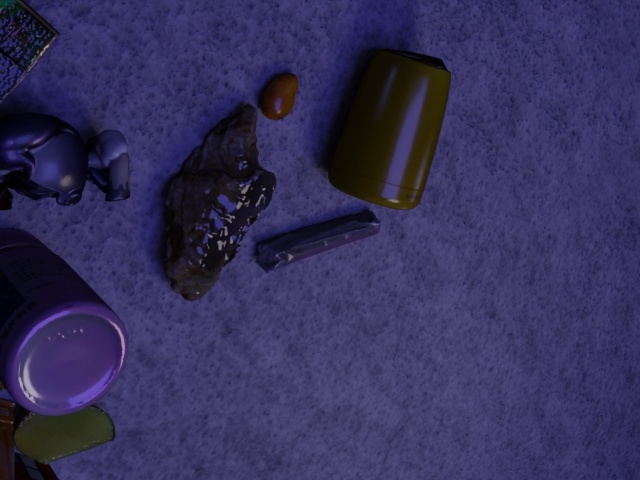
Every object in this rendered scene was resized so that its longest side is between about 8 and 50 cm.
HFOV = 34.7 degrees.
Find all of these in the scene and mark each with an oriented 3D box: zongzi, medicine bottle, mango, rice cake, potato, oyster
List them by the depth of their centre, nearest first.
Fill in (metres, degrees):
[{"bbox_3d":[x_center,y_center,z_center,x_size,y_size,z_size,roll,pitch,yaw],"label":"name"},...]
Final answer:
[{"bbox_3d":[-0.416,0.110,1.483,0.178,0.291,0.178,-18,123,-30],"label":"medicine bottle"},{"bbox_3d":[-0.500,-0.063,1.503,0.073,0.067,0.083,-45,115,6],"label":"zongzi"},{"bbox_3d":[-0.168,-0.058,1.711,0.166,0.110,0.341,31,92,-44],"label":"oyster"},{"bbox_3d":[-0.067,-0.246,1.737,0.089,0.046,0.060,-58,137,-15],"label":"mango"},{"bbox_3d":[-0.440,0.314,1.739,0.198,0.054,0.119,3,111,-43],"label":"potato"},{"bbox_3d":[0.000,-0.001,1.910,0.270,0.055,0.049,-19,128,-32],"label":"rice cake"}]

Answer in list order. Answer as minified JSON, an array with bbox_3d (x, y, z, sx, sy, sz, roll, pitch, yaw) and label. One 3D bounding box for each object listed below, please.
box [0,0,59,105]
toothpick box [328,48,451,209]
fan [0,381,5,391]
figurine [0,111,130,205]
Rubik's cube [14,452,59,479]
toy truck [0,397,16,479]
[{"bbox_3d":[-0.493,-0.245,1.388,0.240,0.071,0.159,-52,130,-4],"label":"box"},{"bbox_3d":[0.130,-0.205,1.825,0.175,0.175,0.271,8,104,-40],"label":"toothpick box"},{"bbox_3d":[-0.552,0.236,1.618,0.155,0.039,0.082,-46,133,-8],"label":"fan"},{"bbox_3d":[-0.383,-0.120,1.477,0.222,0.145,0.145,-2,114,-34],"label":"figurine"},{"bbox_3d":[-0.519,0.451,1.683,0.155,0.151,0.154,33,92,-44],"label":"Rubik's cube"},{"bbox_3d":[-0.539,0.331,1.360,0.305,0.162,0.136,-39,138,22],"label":"toy truck"}]
